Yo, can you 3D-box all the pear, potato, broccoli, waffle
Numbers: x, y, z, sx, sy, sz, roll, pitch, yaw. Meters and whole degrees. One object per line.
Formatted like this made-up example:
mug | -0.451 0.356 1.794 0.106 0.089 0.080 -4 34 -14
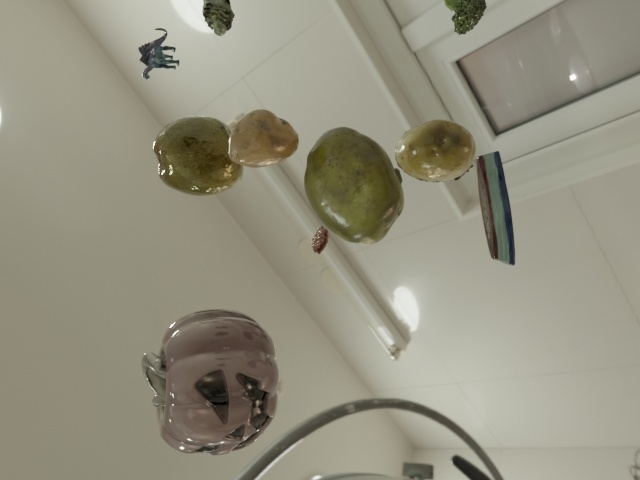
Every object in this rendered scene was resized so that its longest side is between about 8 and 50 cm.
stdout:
pear | -0.317 -0.212 1.276 0.188 0.211 0.228 84 164 -51
potato | -0.110 -0.194 0.954 0.147 0.112 0.112 -19 -91 -41
potato | 0.406 -0.317 1.712 0.286 0.242 0.242 20 -131 6
broccoli | 0.318 -0.512 1.097 0.092 0.095 0.097 45 -158 27
waffle | 0.000 0.000 1.455 0.029 0.075 0.083 19 -157 -19
potato | 0.066 -0.110 1.003 0.228 0.197 0.149 37 -154 22

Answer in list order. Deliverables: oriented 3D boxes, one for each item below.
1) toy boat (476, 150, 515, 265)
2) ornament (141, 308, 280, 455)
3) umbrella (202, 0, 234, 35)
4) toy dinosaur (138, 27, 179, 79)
toy boat | 0.347 -0.061 0.985 0.046 0.080 0.228 -6 -95 -7
ornament | -0.139 0.174 0.621 0.178 0.178 0.177 22 -122 -42
umbrella | -0.209 -0.470 0.994 0.067 0.062 0.143 19 -125 -55
toy dinosaur | -0.347 -0.394 1.063 0.080 0.197 0.045 -10 -97 -28
